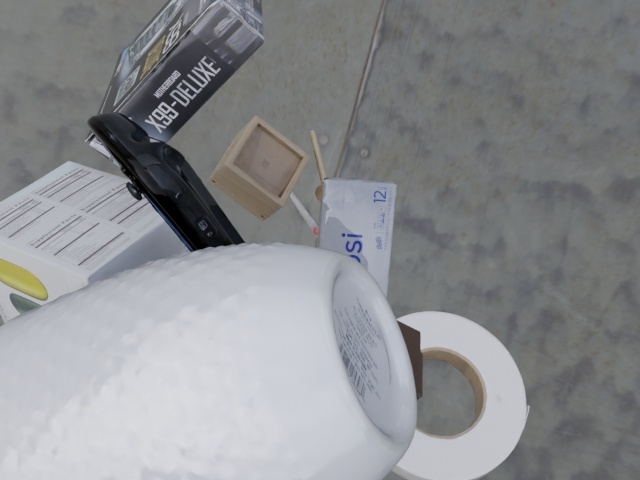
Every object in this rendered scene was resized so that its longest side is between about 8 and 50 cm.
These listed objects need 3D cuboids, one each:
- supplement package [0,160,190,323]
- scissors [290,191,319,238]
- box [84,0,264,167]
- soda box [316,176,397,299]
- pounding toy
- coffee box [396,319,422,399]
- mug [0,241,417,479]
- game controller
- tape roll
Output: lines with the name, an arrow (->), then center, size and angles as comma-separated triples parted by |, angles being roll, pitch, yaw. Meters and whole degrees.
supplement package -> -0.316, 0.040, 1.075 | 0.263, 0.199, 0.198 | 17, 42, 31
scissors -> 0.000, 0.000, 1.558 | 0.021, 0.109, 0.297 | -19, 43, -32
box -> -0.184, -0.253, 1.010 | 0.242, 0.307, 0.076 | -41, 118, 21
soda box -> 0.040, 0.059, 1.026 | 0.098, 0.091, 0.286 | 3, 96, 0
pounding toy -> -0.071, -0.126, 1.400 | 0.206, 0.094, 0.181 | 36, 57, -16
coffee box -> -0.005, 0.183, 0.895 | 0.141, 0.098, 0.246 | 27, 128, -15
mug -> -0.077, 0.187, 0.681 | 0.328, 0.276, 0.374 | -21, 96, 21
game controller -> -0.144, -0.011, 0.847 | 0.166, 0.319, 0.067 | 31, 71, 36
tape roll -> 0.263, 0.347, 1.700 | 0.392, 0.072, 0.392 | 3, 62, -5
